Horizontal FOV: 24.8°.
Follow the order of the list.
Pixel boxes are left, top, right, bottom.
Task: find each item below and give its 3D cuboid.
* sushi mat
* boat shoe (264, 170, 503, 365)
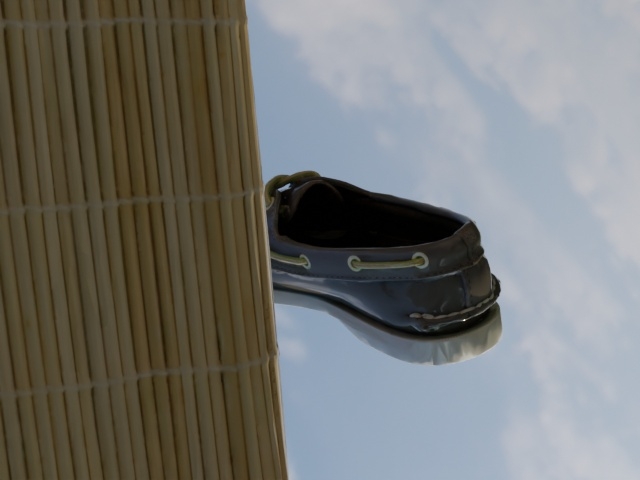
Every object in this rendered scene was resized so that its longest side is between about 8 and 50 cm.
[{"bbox_3d":[-0.085,-0.015,0.527,0.151,0.019,0.317,-8,-84,-29],"label":"sushi mat"},{"bbox_3d":[0.003,-0.002,1.040,0.109,0.305,0.091,-28,-58,-35],"label":"boat shoe"}]
